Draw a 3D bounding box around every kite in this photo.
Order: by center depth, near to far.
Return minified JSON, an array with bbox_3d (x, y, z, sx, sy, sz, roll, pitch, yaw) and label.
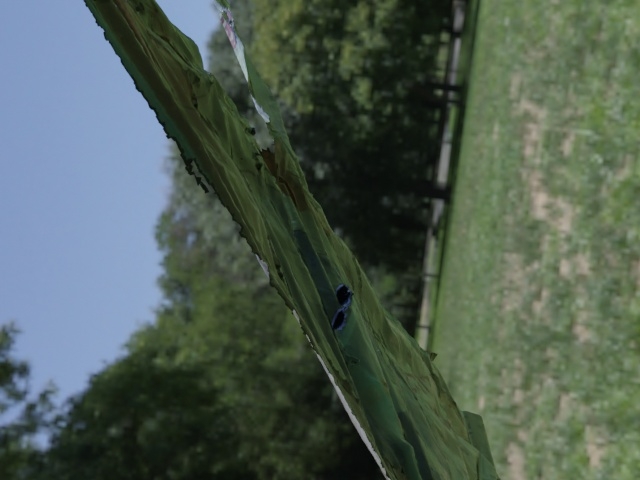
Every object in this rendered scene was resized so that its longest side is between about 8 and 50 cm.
[{"bbox_3d":[0.001,0.000,0.426,0.406,0.014,0.368,52,-169,-44],"label":"kite"}]
